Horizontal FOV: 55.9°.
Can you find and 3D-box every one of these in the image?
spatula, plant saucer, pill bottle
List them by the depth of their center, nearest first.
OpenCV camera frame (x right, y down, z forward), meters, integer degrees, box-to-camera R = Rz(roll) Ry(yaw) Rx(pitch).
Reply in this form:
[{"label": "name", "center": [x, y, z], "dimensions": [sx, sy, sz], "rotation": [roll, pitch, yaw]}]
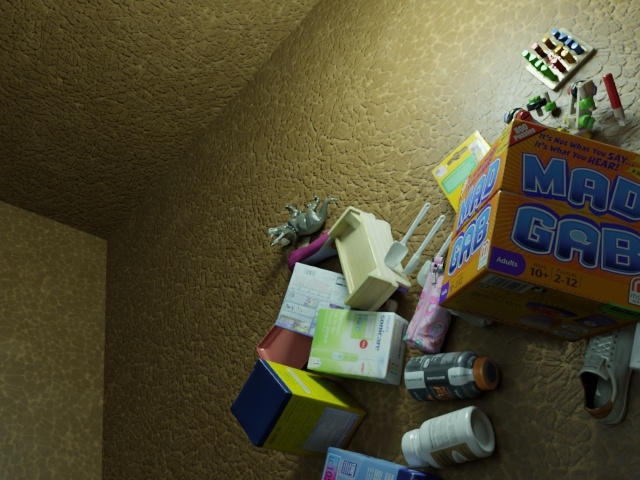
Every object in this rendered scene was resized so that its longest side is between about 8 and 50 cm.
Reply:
[{"label": "pill bottle", "center": [0.339, 0.539, 1.622], "dimensions": [0.229, 0.131, 0.131], "rotation": [-31, 49, 34]}, {"label": "pill bottle", "center": [0.367, 0.378, 1.680], "dimensions": [0.246, 0.130, 0.130], "rotation": [-18, 57, 43]}, {"label": "spatula", "center": [0.331, 0.010, 1.929], "dimensions": [0.168, 0.019, 0.242], "rotation": [33, 94, 7]}, {"label": "plant saucer", "center": [-0.115, 0.407, 2.277], "dimensions": [0.258, 0.048, 0.259], "rotation": [-52, 41, 15]}]

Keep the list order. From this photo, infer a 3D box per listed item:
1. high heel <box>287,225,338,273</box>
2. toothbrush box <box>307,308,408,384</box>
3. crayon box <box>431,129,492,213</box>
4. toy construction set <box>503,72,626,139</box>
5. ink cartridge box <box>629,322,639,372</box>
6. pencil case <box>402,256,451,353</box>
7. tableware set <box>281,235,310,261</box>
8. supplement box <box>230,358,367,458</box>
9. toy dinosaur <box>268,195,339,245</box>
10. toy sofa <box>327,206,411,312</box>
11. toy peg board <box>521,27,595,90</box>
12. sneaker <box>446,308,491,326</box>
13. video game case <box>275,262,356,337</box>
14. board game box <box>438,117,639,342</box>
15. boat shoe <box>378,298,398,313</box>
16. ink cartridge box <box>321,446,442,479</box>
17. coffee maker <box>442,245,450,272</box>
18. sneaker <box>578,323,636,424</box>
[{"label": "high heel", "center": [0.000, 0.000, 2.307], "dimensions": [0.377, 0.127, 0.181], "rotation": [-46, 45, 21]}, {"label": "toothbrush box", "center": [0.121, 0.338, 1.940], "dimensions": [0.283, 0.122, 0.206], "rotation": [1, 69, 32]}, {"label": "crayon box", "center": [0.500, -0.165, 1.866], "dimensions": [0.203, 0.083, 0.323], "rotation": [-44, 43, 24]}, {"label": "toy construction set", "center": [0.689, -0.299, 1.654], "dimensions": [0.309, 0.257, 0.237], "rotation": [-6, 109, 64]}, {"label": "ink cartridge box", "center": [0.771, 0.168, 1.283], "dimensions": [0.114, 0.197, 0.272], "rotation": [4, 72, 49]}, {"label": "pencil case", "center": [0.343, 0.197, 1.816], "dimensions": [0.124, 0.124, 0.284], "rotation": [13, 80, 51]}, {"label": "tableware set", "center": [-0.103, 0.004, 2.507], "dimensions": [0.169, 0.020, 0.141], "rotation": [-32, 50, 32]}, {"label": "supplement box", "center": [-0.067, 0.536, 1.901], "dimensions": [0.195, 0.357, 0.194], "rotation": [36, 98, 51]}, {"label": "toy dinosaur", "center": [-0.053, -0.080, 2.443], "dimensions": [0.314, 0.121, 0.160], "rotation": [-17, 64, 13]}, {"label": "toy sofa", "center": [0.159, 0.068, 2.043], "dimensions": [0.150, 0.177, 0.362], "rotation": [-52, 33, 31]}, {"label": "toy peg board", "center": [0.716, -0.574, 1.851], "dimensions": [0.160, 0.079, 0.161], "rotation": [-47, 42, 20]}, {"label": "sneaker", "center": [0.420, 0.181, 1.645], "dimensions": [0.121, 0.262, 0.099], "rotation": [33, 91, 19]}, {"label": "video game case", "center": [-0.003, 0.229, 2.166], "dimensions": [0.270, 0.061, 0.244], "rotation": [14, 79, 29]}, {"label": "board game box", "center": [0.522, -0.003, 1.404], "dimensions": [0.356, 0.357, 0.356], "rotation": [106, 179, -71]}, {"label": "boat shoe", "center": [0.183, 0.208, 2.038], "dimensions": [0.170, 0.059, 0.063], "rotation": [0, 70, 48]}, {"label": "ink cartridge box", "center": [0.173, 0.757, 1.680], "dimensions": [0.395, 0.151, 0.270], "rotation": [-3, 67, 46]}, {"label": "coffee maker", "center": [0.434, 0.080, 1.708], "dimensions": [0.171, 0.178, 0.120], "rotation": [-21, 52, 53]}, {"label": "sneaker", "center": [0.668, 0.273, 1.405], "dimensions": [0.106, 0.123, 0.290], "rotation": [-10, 61, 48]}]
